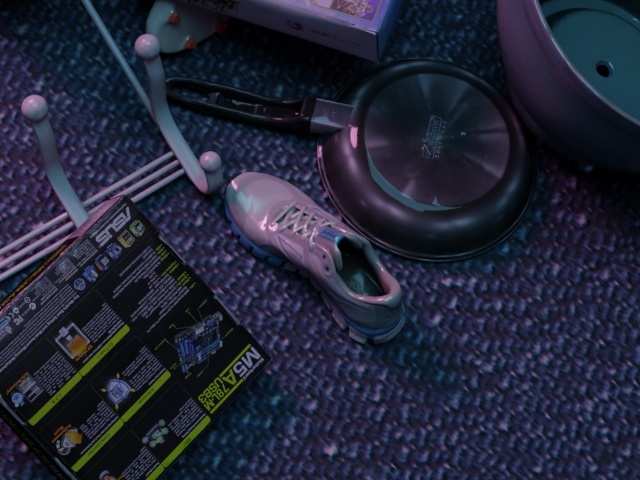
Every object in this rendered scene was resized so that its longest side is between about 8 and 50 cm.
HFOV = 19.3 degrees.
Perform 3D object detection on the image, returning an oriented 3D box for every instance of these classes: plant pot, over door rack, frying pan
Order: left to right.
[{"bbox_3d":[-0.261,-0.126,1.547,0.239,0.108,0.324,-31,79,-20],"label":"over door rack"},{"bbox_3d":[0.044,-0.114,1.634,0.326,0.053,0.197,36,65,6],"label":"frying pan"},{"bbox_3d":[0.269,-0.175,1.592,0.293,0.196,0.293,7,68,-17],"label":"plant pot"}]

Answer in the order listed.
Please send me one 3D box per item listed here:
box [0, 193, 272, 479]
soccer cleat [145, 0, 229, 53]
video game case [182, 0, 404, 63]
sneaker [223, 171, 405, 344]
[{"bbox_3d":[-0.162,0.092,1.474,0.191,0.045,0.184,-47,106,-23],"label":"box"},{"bbox_3d":[-0.096,-0.244,1.668,0.076,0.068,0.196,25,68,36],"label":"soccer cleat"},{"bbox_3d":[-0.017,-0.309,1.614,0.244,0.061,0.269,18,69,12],"label":"video game case"},{"bbox_3d":[0.000,0.000,1.554,0.190,0.083,0.071,39,68,11],"label":"sneaker"}]
